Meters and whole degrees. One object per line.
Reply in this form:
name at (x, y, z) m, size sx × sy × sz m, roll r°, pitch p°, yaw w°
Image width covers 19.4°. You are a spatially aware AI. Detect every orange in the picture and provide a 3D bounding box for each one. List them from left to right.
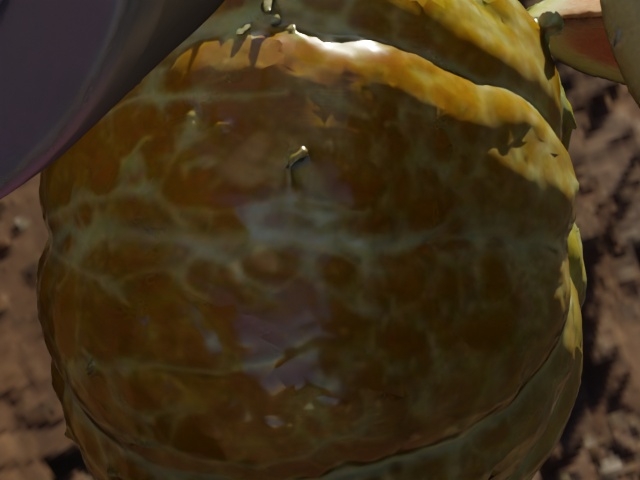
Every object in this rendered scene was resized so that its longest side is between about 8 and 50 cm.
orange at (0.000, 0.000, 0.871) m, size 0.249 × 0.329 × 0.329 m, roll -7°, pitch 42°, yaw 6°

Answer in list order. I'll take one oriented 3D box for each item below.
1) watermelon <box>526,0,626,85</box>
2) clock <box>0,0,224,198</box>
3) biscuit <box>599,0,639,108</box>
watermelon at (0.279, -0.163, 1.092) m, size 0.303 × 0.159 × 0.128 m, roll -3°, pitch 71°, yaw 50°
clock at (-0.153, -0.157, 0.394) m, size 0.338 × 0.338 × 0.102 m, roll -5°, pitch 21°, yaw 22°
biscuit at (0.143, -0.079, 0.494) m, size 0.152 × 0.020 × 0.152 m, roll -2°, pitch 86°, yaw 23°
